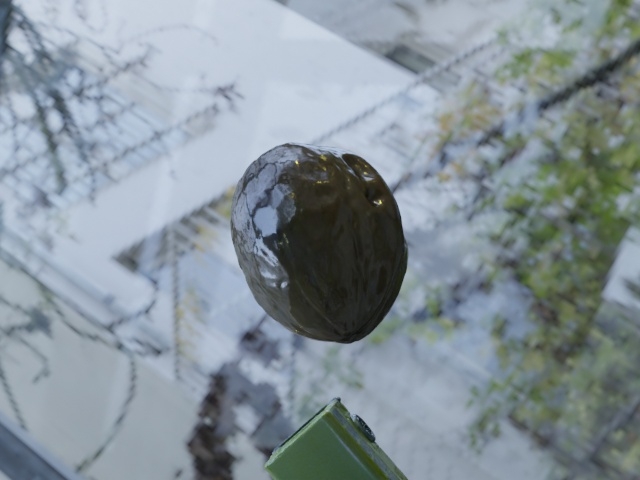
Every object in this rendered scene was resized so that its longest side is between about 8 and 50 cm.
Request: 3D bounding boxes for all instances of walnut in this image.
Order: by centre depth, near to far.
[{"bbox_3d":[-0.001,0.001,1.252,0.140,0.162,0.140,-26,-31,-17],"label":"walnut"}]

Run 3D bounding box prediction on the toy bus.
[{"bbox_3d":[0.037,0.231,1.402,0.088,0.175,0.101,-42,-4,6],"label":"toy bus"}]
